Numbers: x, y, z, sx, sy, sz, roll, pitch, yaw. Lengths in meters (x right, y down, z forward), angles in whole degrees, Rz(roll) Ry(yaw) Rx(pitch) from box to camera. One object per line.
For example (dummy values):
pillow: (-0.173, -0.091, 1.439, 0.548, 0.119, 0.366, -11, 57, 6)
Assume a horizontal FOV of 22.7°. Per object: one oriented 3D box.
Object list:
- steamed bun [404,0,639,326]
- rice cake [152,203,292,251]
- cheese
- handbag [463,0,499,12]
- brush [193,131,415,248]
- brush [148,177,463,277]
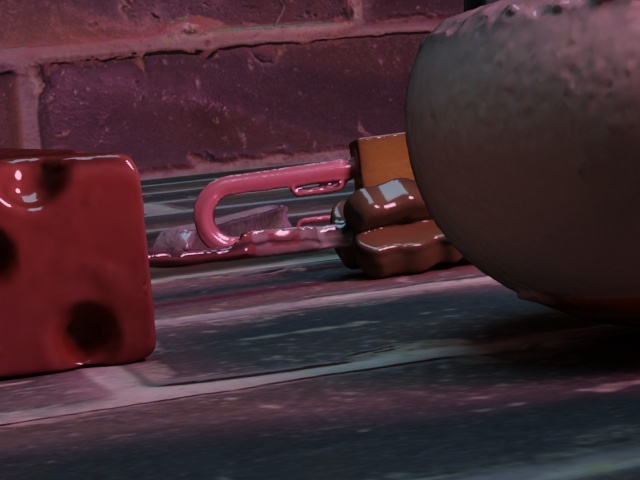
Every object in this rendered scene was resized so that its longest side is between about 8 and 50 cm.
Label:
steamed bun: (0.186, -0.043, 0.819, 0.283, 0.177, 0.283, -6, 1, 0)
rice cake: (-0.086, -0.006, 1.455, 0.047, 0.036, 0.207, -16, 1, 25)
cheese: (-0.224, 0.020, 0.887, 0.177, 0.128, 0.203, -13, 13, -43)
handbag: (0.281, -0.191, 1.746, 0.269, 0.274, 0.100, -8, 23, -14)
brush: (0.015, -0.030, 1.265, 0.233, 0.103, 0.047, -7, 3, -10)
brush: (0.000, 0.000, 1.162, 0.301, 0.071, 0.084, -8, -6, -24)
